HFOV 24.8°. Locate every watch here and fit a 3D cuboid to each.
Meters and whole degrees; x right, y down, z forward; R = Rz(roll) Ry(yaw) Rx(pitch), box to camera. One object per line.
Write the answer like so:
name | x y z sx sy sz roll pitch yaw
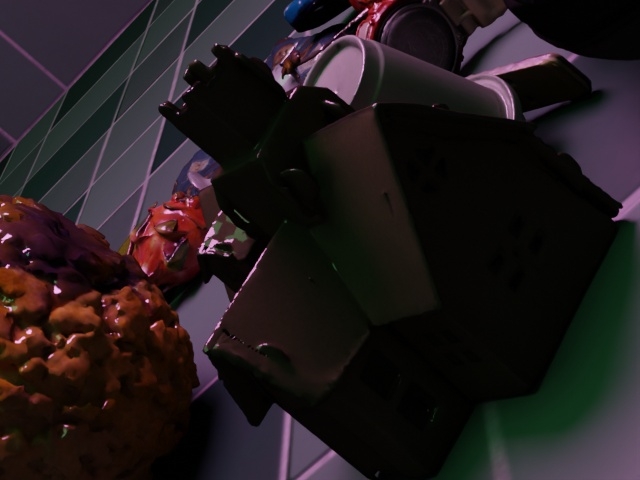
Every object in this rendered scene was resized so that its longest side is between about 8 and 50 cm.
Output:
watch | 0.132 -0.156 1.133 0.268 0.102 0.165 -6 45 54

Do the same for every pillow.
pillow | -0.070 -0.144 1.659 0.255 0.034 0.189 -53 20 -15

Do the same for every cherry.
cherry | 0.051 -0.241 1.455 0.107 0.090 0.225 2 47 52

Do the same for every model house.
model house | 0.000 0.000 0.853 0.211 0.243 0.204 -21 32 55

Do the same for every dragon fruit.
dragon fruit | -0.150 0.009 1.453 0.086 0.081 0.116 2 51 27

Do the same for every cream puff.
cream puff | -0.256 0.088 1.140 0.231 0.343 0.327 -59 36 14

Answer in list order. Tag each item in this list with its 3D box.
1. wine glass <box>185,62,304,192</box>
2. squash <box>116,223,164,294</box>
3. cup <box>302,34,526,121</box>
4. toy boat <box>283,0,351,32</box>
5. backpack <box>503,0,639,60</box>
wine glass | -0.063 -0.102 1.497 0.155 0.073 0.073 -50 18 10
squash | -0.197 0.061 1.480 0.066 0.066 0.252 -36 22 35
cup | 0.059 -0.075 0.994 0.120 0.141 0.120 -37 43 44
toy boat | 0.060 -0.349 1.583 0.299 0.092 0.134 -37 -3 28
backpack | 0.216 -0.281 0.916 0.363 0.255 0.446 -41 25 21
